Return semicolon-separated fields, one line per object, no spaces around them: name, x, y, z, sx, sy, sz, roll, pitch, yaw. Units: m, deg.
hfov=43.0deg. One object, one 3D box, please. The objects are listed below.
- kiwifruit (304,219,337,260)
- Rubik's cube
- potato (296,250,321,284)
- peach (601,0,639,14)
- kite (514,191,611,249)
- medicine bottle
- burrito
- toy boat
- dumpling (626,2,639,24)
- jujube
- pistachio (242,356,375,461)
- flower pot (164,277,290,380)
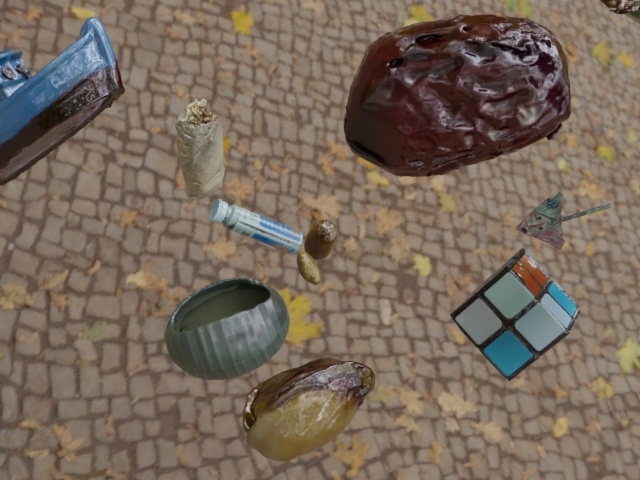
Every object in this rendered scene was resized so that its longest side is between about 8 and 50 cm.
kiwifruit;0.000;0.000;2.021;0.075;0.124;0.075;11;50;-14
Rubik's cube;0.398;0.147;1.653;0.180;0.167;0.183;47;27;6
potato;-0.030;0.065;1.863;0.092;0.046;0.045;59;28;-24
peach;0.277;-0.277;0.652;0.189;0.068;0.279;16;73;27
kite;0.387;-0.032;1.303;0.152;0.137;0.005;-9;47;8
medicine bottle;-0.125;-0.027;1.594;0.191;0.051;0.051;24;55;-25
burrito;-0.272;-0.199;1.862;0.117;0.392;0.076;-39;75;-19
toy boat;-0.263;-0.127;0.725;0.097;0.223;0.100;57;29;-7
dumpling;0.486;-0.394;1.090;0.270;0.212;0.321;-33;75;-4
jujube;0.218;-0.241;1.355;0.258;0.376;0.259;-11;90;-74
pistachio;-0.017;0.237;1.180;0.210;0.165;0.131;-27;59;2
flower pot;-0.178;0.173;1.576;0.243;0.157;0.189;-21;35;-3
